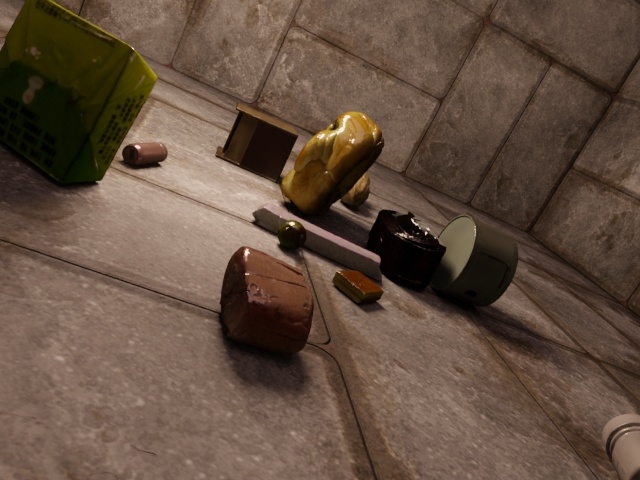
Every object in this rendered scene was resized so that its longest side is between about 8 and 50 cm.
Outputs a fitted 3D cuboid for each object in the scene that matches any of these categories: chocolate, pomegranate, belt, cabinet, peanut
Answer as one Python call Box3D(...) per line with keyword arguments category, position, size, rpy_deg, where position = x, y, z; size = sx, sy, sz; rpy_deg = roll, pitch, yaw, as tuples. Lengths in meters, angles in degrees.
Box3D(category="chocolate", position=(-0.510, -0.296, 1.161), size=(0.301, 0.288, 0.137), rpy_deg=(33, 6, 18))
Box3D(category="pomegranate", position=(-0.061, -0.007, 1.360), size=(0.084, 0.073, 0.073), rpy_deg=(46, 5, -30))
Box3D(category="belt", position=(0.236, 0.003, 1.613), size=(0.184, 0.164, 0.289), rpy_deg=(13, 20, -16))
Box3D(category="cabinet", position=(-0.211, -0.326, 1.902), size=(0.215, 0.174, 0.148), rpy_deg=(22, 17, -16))
Box3D(category="peanut", position=(0.124, -0.204, 2.122), size=(0.121, 0.136, 0.298), rpy_deg=(-2, 19, 3))

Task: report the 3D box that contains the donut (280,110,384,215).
Box3D(category="donut", position=(0.033, -0.226, 1.729), size=(0.170, 0.360, 0.360), rpy_deg=(45, 19, 7))

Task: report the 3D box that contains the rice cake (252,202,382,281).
Box3D(category="rice cake", position=(0.000, 0.000, 1.446), size=(0.365, 0.056, 0.072), rpy_deg=(25, 18, -4))

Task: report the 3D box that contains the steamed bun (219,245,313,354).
Box3D(category="steamed bun", position=(-0.086, 0.102, 0.925), size=(0.145, 0.106, 0.175), rpy_deg=(25, 29, -26))

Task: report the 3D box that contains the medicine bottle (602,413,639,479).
Box3D(category="medicine bottle", position=(0.586, 0.400, 1.049), size=(0.105, 0.105, 0.168), rpy_deg=(28, 16, 3))

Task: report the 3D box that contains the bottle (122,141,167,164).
Box3D(category="bottle", position=(-0.431, -0.216, 1.430), size=(0.053, 0.053, 0.140), rpy_deg=(30, 17, 8))

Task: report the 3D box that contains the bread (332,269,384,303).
Box3D(category="bread", position=(0.084, 0.103, 1.293), size=(0.090, 0.035, 0.094), rpy_deg=(37, 18, 29))

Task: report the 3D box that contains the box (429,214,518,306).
Box3D(category="box", position=(0.423, 0.058, 1.624), size=(0.150, 0.226, 0.226), rpy_deg=(23, 17, -14))
